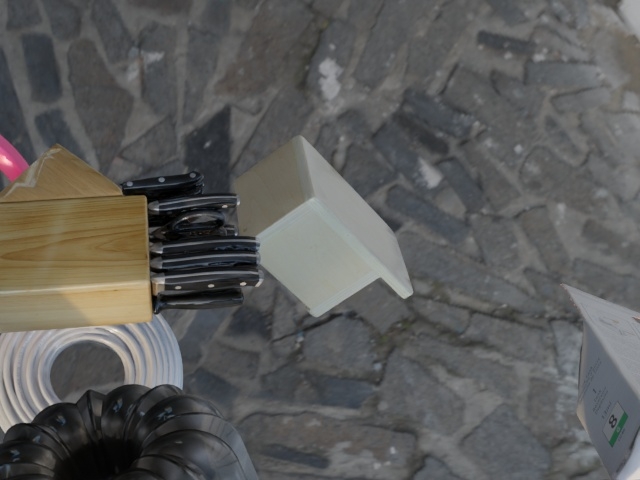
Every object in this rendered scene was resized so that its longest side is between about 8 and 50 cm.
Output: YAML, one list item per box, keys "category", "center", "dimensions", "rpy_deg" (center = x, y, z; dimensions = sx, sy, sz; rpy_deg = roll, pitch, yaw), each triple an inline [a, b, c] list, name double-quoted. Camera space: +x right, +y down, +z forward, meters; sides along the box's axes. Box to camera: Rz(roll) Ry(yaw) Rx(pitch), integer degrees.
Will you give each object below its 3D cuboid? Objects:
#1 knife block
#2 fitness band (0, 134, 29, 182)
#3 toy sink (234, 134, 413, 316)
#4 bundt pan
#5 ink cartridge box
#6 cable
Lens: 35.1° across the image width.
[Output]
- category: "knife block"
  center: [-0.202, 0.035, 0.947]
  dimensions: [0.242, 0.088, 0.276]
  rpy_deg: [35, 62, 13]
- category: "fitness band"
  center: [-0.437, -0.047, 1.291]
  dimensions: [0.209, 0.054, 0.291]
  rpy_deg: [36, 28, -32]
- category: "toy sink"
  center: [0.000, 0.000, 1.399]
  dimensions: [0.234, 0.131, 0.153]
  rpy_deg: [43, 21, -35]
- category: "bundt pan"
  center: [-0.227, 0.260, 1.069]
  dimensions: [0.330, 0.331, 0.124]
  rpy_deg: [-20, 114, -22]
- category: "ink cartridge box"
  center: [0.252, 0.114, 0.667]
  dimensions: [0.181, 0.225, 0.056]
  rpy_deg: [21, 104, -6]
- category: "cable"
  center: [-0.310, 0.182, 1.359]
  dimensions: [0.257, 0.089, 0.257]
  rpy_deg: [-41, 88, -22]
